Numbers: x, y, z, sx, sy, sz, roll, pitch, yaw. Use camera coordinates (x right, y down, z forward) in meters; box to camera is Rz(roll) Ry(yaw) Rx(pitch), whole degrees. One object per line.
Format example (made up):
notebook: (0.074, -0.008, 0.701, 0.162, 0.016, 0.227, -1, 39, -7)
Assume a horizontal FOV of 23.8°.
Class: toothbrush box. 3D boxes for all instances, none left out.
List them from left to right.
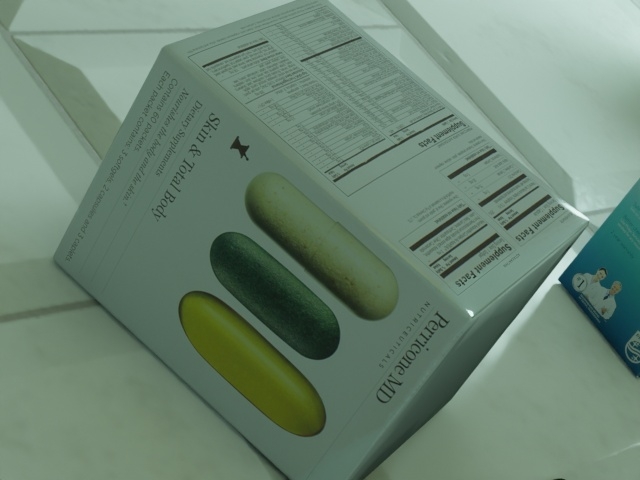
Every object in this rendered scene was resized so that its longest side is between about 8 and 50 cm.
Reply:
toothbrush box: (0.384, -0.031, 1.328, 0.216, 0.295, 0.126, -5, 49, -44)

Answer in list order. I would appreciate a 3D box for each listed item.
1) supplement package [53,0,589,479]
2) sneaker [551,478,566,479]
supplement package: (0.000, 0.000, 1.052, 0.263, 0.199, 0.198, 41, 34, 12)
sneaker: (0.152, 0.260, 0.983, 0.097, 0.084, 0.234, 48, 29, -22)
